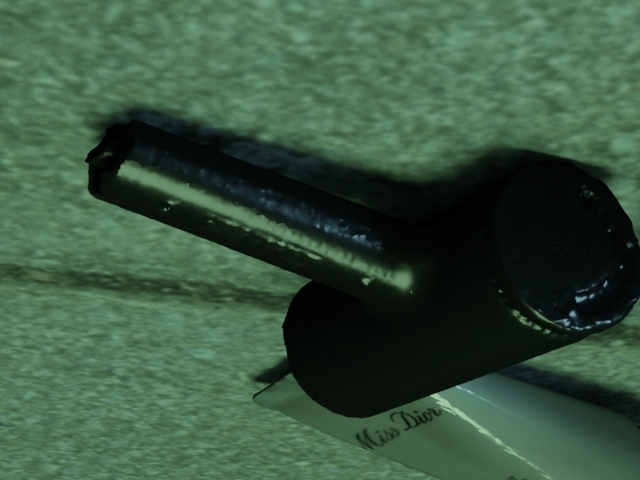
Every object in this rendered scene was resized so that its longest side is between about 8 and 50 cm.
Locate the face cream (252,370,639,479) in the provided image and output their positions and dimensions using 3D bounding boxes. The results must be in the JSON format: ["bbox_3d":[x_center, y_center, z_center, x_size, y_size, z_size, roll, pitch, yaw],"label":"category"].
[{"bbox_3d":[0.121,0.130,1.066,0.314,0.089,0.143,23,148,-21],"label":"face cream"}]

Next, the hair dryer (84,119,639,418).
[{"bbox_3d":[0.000,0.000,0.778,0.251,0.089,0.197,24,150,-26],"label":"hair dryer"}]
